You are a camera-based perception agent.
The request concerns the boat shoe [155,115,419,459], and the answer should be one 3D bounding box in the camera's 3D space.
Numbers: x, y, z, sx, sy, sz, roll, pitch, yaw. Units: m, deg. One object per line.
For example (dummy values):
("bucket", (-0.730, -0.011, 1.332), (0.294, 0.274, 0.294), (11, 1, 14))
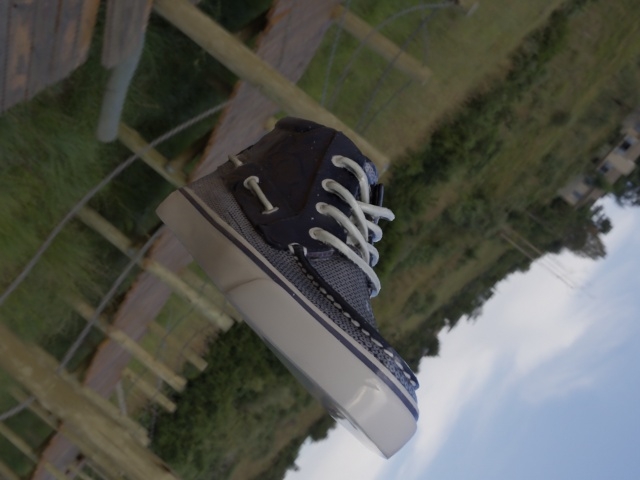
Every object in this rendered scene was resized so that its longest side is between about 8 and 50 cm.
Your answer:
("boat shoe", (0.000, 0.000, 0.538), (0.158, 0.127, 0.340), (-41, -142, -8))
